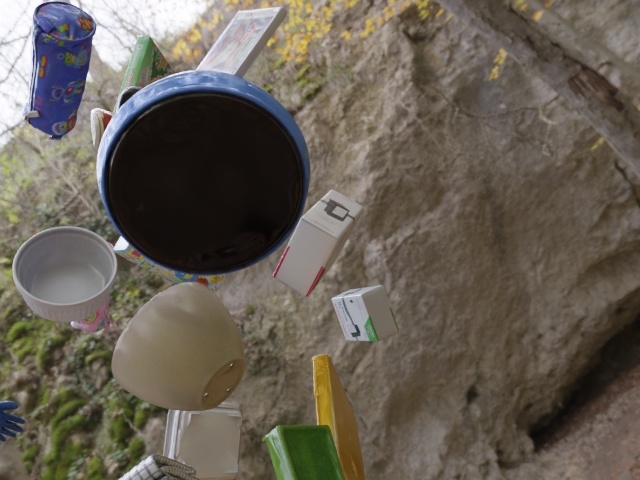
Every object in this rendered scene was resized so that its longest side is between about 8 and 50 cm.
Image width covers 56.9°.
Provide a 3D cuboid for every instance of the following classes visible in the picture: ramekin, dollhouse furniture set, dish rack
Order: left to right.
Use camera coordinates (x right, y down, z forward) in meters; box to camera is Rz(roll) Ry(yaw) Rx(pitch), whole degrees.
[{"bbox_3d":[-0.559,0.082,1.302,0.207,0.207,0.109,-20,-27,-33],"label":"ramekin"},{"bbox_3d":[-0.391,0.709,2.062,0.072,0.285,0.333,-10,-22,37],"label":"dish rack"},{"bbox_3d":[0.022,0.400,0.913,0.301,0.151,0.197,14,-51,-38],"label":"dollhouse furniture set"}]

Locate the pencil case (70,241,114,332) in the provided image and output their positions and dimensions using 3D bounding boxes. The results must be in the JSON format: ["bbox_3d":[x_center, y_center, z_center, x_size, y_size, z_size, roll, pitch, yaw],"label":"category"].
[{"bbox_3d":[-0.686,0.142,1.786,0.124,0.124,0.284,-13,-58,-45],"label":"pencil case"}]

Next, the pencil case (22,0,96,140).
[{"bbox_3d":[-0.583,-0.367,1.300,0.133,0.119,0.306,-45,-6,-47],"label":"pencil case"}]

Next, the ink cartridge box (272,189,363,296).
[{"bbox_3d":[0.000,0.000,1.402,0.172,0.100,0.237,-62,-7,27],"label":"ink cartridge box"}]

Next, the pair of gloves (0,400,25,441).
[{"bbox_3d":[-0.781,0.448,1.346,0.198,0.023,0.159,-57,-47,-18],"label":"pair of gloves"}]

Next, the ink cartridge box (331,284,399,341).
[{"bbox_3d":[0.134,0.228,1.827,0.087,0.153,0.208,-20,0,-26],"label":"ink cartridge box"}]

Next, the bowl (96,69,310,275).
[{"bbox_3d":[-0.206,-0.108,1.088,0.391,0.077,0.391,-5,-62,-10],"label":"bowl"}]

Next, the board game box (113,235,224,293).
[{"bbox_3d":[-0.405,0.033,1.639,0.142,0.275,0.144,-4,57,58],"label":"board game box"}]

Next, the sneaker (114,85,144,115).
[{"bbox_3d":[-0.423,-0.199,1.390,0.122,0.330,0.146,-2,7,-19],"label":"sneaker"}]

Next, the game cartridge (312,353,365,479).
[{"bbox_3d":[0.045,0.460,1.351,0.053,0.323,0.285,-16,-55,5],"label":"game cartridge"}]

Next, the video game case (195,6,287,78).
[{"bbox_3d":[-0.178,-0.406,1.246,0.023,0.183,0.201,39,-101,-39],"label":"video game case"}]

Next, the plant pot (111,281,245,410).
[{"bbox_3d":[-0.277,0.259,1.289,0.284,0.191,0.284,-40,-32,-32],"label":"plant pot"}]

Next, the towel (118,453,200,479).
[{"bbox_3d":[-0.357,0.563,1.182,0.235,0.121,0.283,-39,-26,-13],"label":"towel"}]

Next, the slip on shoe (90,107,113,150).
[{"bbox_3d":[-0.604,-0.323,1.739,0.101,0.123,0.331,-4,6,-5],"label":"slip on shoe"}]

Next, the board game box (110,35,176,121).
[{"bbox_3d":[-0.499,-0.397,1.715,0.046,0.317,0.213,1,-25,16],"label":"board game box"}]
